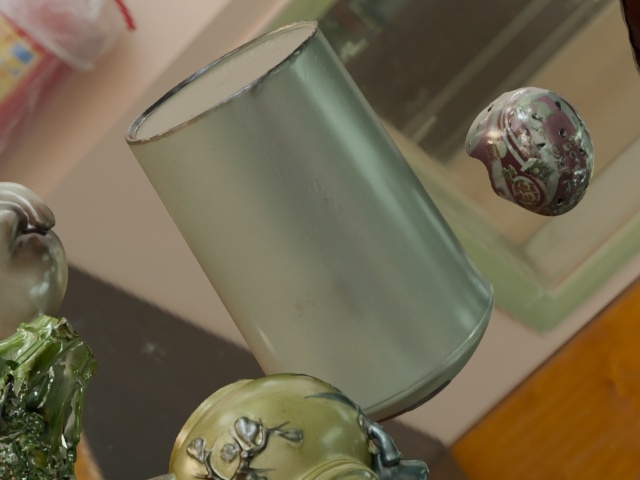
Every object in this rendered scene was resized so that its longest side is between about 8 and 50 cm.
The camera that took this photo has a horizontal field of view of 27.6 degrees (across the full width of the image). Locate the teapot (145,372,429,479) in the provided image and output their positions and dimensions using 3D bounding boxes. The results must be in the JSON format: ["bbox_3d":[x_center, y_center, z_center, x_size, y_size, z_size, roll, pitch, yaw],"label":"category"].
[{"bbox_3d":[-0.029,0.204,0.997,0.269,0.173,0.182,-13,33,-40],"label":"teapot"}]

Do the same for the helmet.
[{"bbox_3d":[0.288,-0.131,1.702,0.177,0.153,0.107,51,-31,18],"label":"helmet"}]

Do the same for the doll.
[{"bbox_3d":[-0.495,-0.009,1.737,0.370,0.226,0.215,32,8,-10],"label":"doll"}]

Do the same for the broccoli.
[{"bbox_3d":[-0.385,0.217,1.515,0.303,0.283,0.321,26,-26,25],"label":"broccoli"}]

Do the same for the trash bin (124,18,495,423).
[{"bbox_3d":[0.000,0.000,1.446,0.432,0.280,0.280,58,9,-18],"label":"trash bin"}]

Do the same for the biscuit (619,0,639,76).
[{"bbox_3d":[0.407,-0.410,1.690,0.407,0.091,0.408,-15,90,-76],"label":"biscuit"}]
